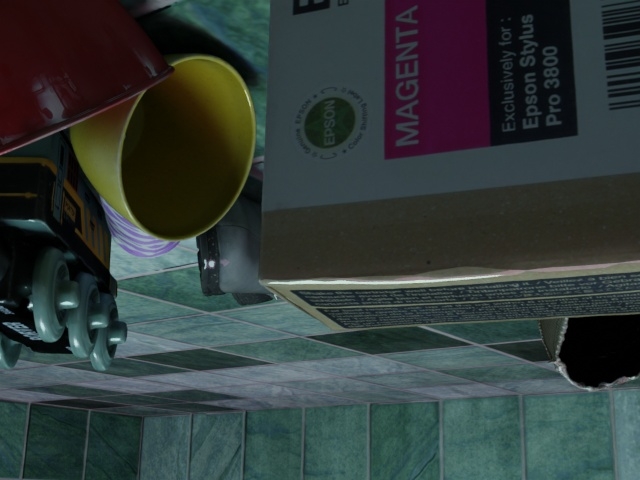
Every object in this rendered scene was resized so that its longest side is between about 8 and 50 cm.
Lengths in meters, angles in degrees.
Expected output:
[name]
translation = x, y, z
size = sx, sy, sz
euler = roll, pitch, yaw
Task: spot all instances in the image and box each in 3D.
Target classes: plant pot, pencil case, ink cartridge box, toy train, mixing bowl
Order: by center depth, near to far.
[ink cartridge box]
translation = 0.078, -0.087, 0.386
size = 0.193, 0.235, 0.088
euler = -6, 162, 20
[mixing bowl]
translation = -0.186, -0.108, 0.515
size = 0.181, 0.098, 0.181
euler = -19, -163, 6
[plant pot]
translation = -0.126, -0.077, 0.663
size = 0.095, 0.134, 0.134
euler = 20, 176, 34
[pencil case]
translation = -0.154, -0.049, 0.813
size = 0.086, 0.088, 0.206
euler = 40, 161, 1
[toy train]
translation = -0.258, 0.011, 0.822
size = 0.142, 0.190, 0.334
euler = 1, 165, 1

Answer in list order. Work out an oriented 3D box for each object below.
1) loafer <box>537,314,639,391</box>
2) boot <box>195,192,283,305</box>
[loafer]
translation = 0.227, -0.035, 0.527
size = 0.133, 0.130, 0.366
euler = 13, 135, 2
[boot]
translation = 0.000, 0.000, 0.946
size = 0.222, 0.118, 0.338
euler = -4, 174, 6
